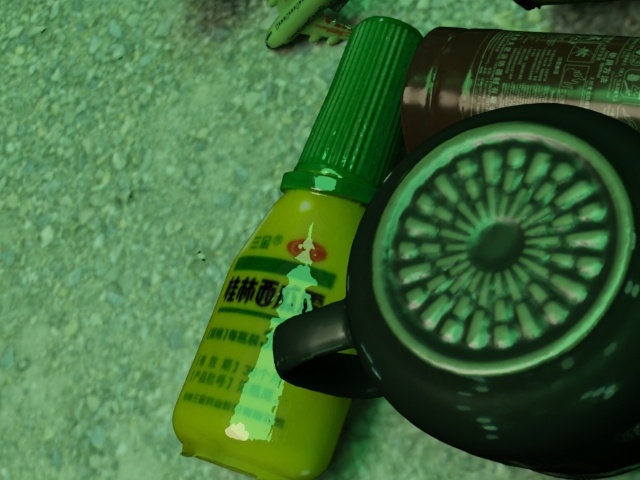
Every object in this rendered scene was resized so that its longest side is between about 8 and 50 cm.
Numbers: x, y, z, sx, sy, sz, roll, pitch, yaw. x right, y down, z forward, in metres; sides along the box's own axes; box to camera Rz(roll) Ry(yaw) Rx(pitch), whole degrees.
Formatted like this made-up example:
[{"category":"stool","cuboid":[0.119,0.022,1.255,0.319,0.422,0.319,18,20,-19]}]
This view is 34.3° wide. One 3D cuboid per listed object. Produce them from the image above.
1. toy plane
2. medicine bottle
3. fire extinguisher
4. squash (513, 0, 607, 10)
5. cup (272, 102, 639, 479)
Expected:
[{"category":"toy plane","cuboid":[-0.008,-0.170,0.748,0.111,0.102,0.040,-28,23,56]},{"category":"medicine bottle","cuboid":[0.000,0.000,0.658,0.111,0.076,0.309,11,71,29]},{"category":"fire extinguisher","cuboid":[0.182,-0.061,0.578,0.269,0.105,0.104,11,73,31]},{"category":"squash","cuboid":[0.168,-0.247,0.600,0.133,0.220,0.220,-4,65,27]},{"category":"cup","cuboid":[0.091,0.040,0.530,0.223,0.176,0.169,-17,62,23]}]
